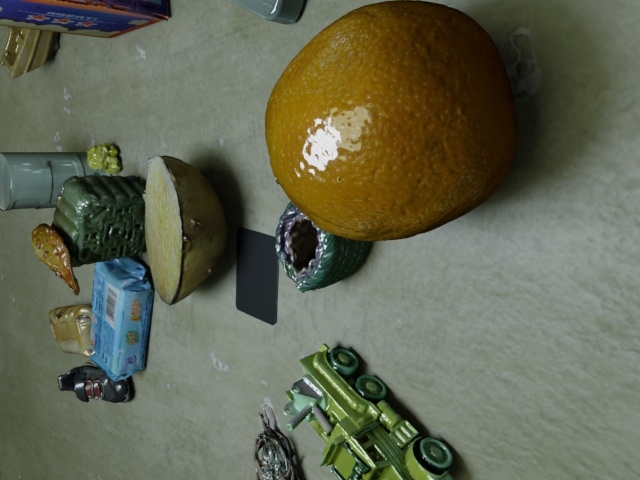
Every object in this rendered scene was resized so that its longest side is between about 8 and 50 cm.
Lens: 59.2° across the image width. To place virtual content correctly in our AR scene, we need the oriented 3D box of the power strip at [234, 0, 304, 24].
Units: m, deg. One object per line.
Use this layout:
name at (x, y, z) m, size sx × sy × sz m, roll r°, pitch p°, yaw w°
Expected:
power strip at (-0.070, -0.466, 0.798) m, size 0.194 × 0.059 × 0.264 m, roll 40°, pitch 123°, yaw 27°

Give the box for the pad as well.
pad at (-0.111, 0.061, 0.978) m, size 0.112 × 0.003 × 0.157 m, roll 16°, pitch 108°, yaw 42°

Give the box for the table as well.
table at (-0.597, -0.135, 1.259) m, size 0.126 × 0.220 × 0.126 m, roll 8°, pitch 101°, yaw 43°

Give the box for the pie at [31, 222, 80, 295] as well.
pie at (-0.526, 0.020, 1.104) m, size 0.191 × 0.033 × 0.088 m, roll 40°, pitch 122°, yaw 25°

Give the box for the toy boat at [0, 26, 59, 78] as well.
toy boat at (-0.666, -0.581, 1.284) m, size 0.136 × 0.162 × 0.445 m, roll 46°, pitch 126°, yaw 25°

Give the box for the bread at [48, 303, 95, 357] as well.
bread at (-0.618, 0.226, 1.446) m, size 0.225 × 0.081 × 0.134 m, roll -6°, pitch 98°, yaw 43°

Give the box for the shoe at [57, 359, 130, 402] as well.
shoe at (-0.561, 0.358, 1.393) m, size 0.228 × 0.112 × 0.099 m, roll 3°, pitch 98°, yaw 45°

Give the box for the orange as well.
orange at (0.070, -0.115, 0.588) m, size 0.264 × 0.264 × 0.263 m, roll 10°, pitch 105°, yaw 43°

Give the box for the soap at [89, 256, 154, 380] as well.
soap at (-0.456, 0.170, 1.281) m, size 0.156 × 0.077 × 0.293 m, roll 30°, pitch 116°, yaw 38°

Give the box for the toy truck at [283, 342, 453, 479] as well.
toy truck at (0.045, 0.277, 0.777) m, size 0.260 × 0.135 × 0.128 m, roll 39°, pitch 123°, yaw 28°

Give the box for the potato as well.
potato at (-0.241, -0.026, 1.013) m, size 0.239 × 0.116 × 0.299 m, roll 56°, pitch 142°, yaw 30°

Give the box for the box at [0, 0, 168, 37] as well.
box at (-0.470, -0.565, 0.987) m, size 0.257 × 0.319 × 0.348 m, roll 6°, pitch 101°, yaw 42°

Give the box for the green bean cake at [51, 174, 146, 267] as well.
green bean cake at (-0.441, -0.038, 1.154) m, size 0.094 × 0.181 × 0.173 m, roll 41°, pitch 121°, yaw 30°

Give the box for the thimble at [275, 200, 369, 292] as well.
thimble at (0.000, -0.003, 0.798) m, size 0.118 × 0.090 × 0.135 m, roll 49°, pitch 130°, yaw 29°

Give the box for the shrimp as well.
shrimp at (-0.077, 0.385, 0.962) m, size 0.073 × 0.075 × 0.190 m, roll 117°, pitch 142°, yaw -71°

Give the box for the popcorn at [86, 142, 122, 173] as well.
popcorn at (-0.481, -0.179, 1.255) m, size 0.083 × 0.068 × 0.059 m, roll 39°, pitch 159°, yaw -11°
